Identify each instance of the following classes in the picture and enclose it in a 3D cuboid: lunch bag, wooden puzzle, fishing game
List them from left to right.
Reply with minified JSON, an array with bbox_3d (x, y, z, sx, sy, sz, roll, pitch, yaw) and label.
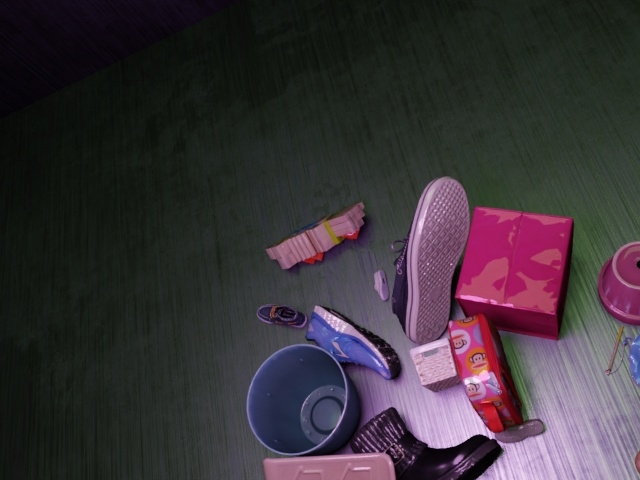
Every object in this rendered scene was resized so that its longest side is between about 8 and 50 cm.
[{"bbox_3d":[0.039,0.696,1.672,0.347,0.080,0.323,-6,99,14],"label":"wooden puzzle"},{"bbox_3d":[0.415,0.347,1.613,0.120,0.293,0.258,-18,50,16],"label":"lunch bag"},{"bbox_3d":[0.853,0.290,1.587,0.264,0.041,0.189,17,75,41],"label":"fishing game"}]

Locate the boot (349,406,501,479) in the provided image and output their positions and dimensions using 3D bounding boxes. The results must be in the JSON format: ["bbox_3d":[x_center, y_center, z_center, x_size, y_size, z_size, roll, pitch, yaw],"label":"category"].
[{"bbox_3d":[0.264,0.538,1.697,0.347,0.131,0.260,-35,57,6],"label":"boot"}]

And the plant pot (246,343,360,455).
[{"bbox_3d":[-0.023,0.463,1.800,0.292,0.235,0.293,-10,61,19],"label":"plant pot"}]

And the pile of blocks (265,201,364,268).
[{"bbox_3d":[0.000,0.000,2.111,0.362,0.149,0.113,-24,101,23],"label":"pile of blocks"}]

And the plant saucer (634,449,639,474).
[{"bbox_3d":[0.790,0.529,1.532,0.083,0.015,0.084,-10,62,20],"label":"plant saucer"}]

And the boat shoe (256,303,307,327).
[{"bbox_3d":[-0.135,0.228,2.056,0.183,0.083,0.065,6,69,27],"label":"boat shoe"}]

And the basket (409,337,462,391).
[{"bbox_3d":[0.322,0.340,1.750,0.113,0.167,0.103,-21,65,14],"label":"basket"}]

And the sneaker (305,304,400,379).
[{"bbox_3d":[0.088,0.324,1.904,0.330,0.129,0.147,29,95,36],"label":"sneaker"}]

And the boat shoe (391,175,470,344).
[{"bbox_3d":[0.283,0.050,1.771,0.186,0.501,0.156,-13,34,-25],"label":"boat shoe"}]

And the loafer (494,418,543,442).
[{"bbox_3d":[0.512,0.488,1.670,0.125,0.039,0.045,-20,92,18],"label":"loafer"}]

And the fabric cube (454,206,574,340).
[{"bbox_3d":[0.519,0.090,1.720,0.258,0.254,0.258,9,72,23],"label":"fabric cube"}]

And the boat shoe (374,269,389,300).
[{"bbox_3d":[0.183,0.140,1.989,0.035,0.035,0.100,-32,57,40],"label":"boat shoe"}]

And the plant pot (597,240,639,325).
[{"bbox_3d":[0.807,0.094,1.637,0.201,0.180,0.202,-11,62,21],"label":"plant pot"}]
